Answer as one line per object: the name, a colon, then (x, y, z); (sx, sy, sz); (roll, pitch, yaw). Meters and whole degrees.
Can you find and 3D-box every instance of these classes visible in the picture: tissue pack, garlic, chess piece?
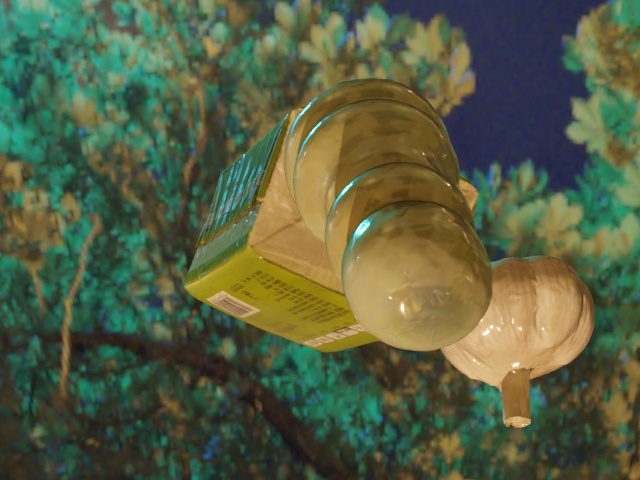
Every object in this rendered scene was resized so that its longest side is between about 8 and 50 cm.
tissue pack: (0.000, 0.000, 1.291); (0.200, 0.275, 0.167); (23, -107, -14)
garlic: (0.246, 0.137, 1.625); (0.219, 0.218, 0.212); (-2, -114, 2)
chess piece: (0.053, -0.013, 0.881); (0.133, 0.133, 0.243); (-7, -153, -6)
